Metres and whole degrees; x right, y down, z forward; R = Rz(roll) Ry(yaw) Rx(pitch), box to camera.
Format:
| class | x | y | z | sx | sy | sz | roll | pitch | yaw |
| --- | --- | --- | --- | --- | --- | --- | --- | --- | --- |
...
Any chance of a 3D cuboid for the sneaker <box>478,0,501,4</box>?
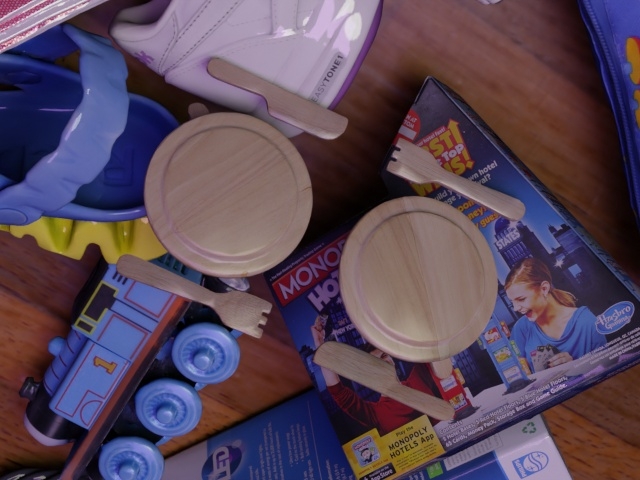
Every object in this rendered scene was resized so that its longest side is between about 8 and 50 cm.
| class | x | y | z | sx | sy | sz | roll | pitch | yaw |
| --- | --- | --- | --- | --- | --- | --- | --- | --- | --- |
| sneaker | 0.103 | -0.209 | 0.574 | 0.073 | 0.063 | 0.162 | 23 | 112 | -13 |

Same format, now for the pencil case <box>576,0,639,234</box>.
| class | x | y | z | sx | sy | sz | roll | pitch | yaw |
| --- | --- | --- | --- | --- | --- | --- | --- | --- | --- |
| pencil case | 0.221 | -0.069 | 0.622 | 0.133 | 0.119 | 0.306 | -27 | 117 | -16 |

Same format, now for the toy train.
| class | x | y | z | sx | sy | sz | roll | pitch | yaw |
| --- | --- | --- | --- | --- | --- | --- | --- | --- | --- |
| toy train | -0.119 | 0.077 | 0.689 | 0.105 | 0.080 | 0.184 | 31 | 112 | -9 |

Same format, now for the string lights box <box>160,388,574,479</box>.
| class | x | y | z | sx | sy | sz | roll | pitch | yaw |
| --- | --- | --- | --- | --- | --- | --- | --- | --- | --- |
| string lights box | 0.022 | 0.158 | 0.707 | 0.260 | 0.133 | 0.077 | -26 | 122 | 8 |

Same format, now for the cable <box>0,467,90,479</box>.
| class | x | y | z | sx | sy | sz | roll | pitch | yaw |
| --- | --- | --- | --- | --- | --- | --- | --- | --- | --- |
| cable | -0.181 | 0.237 | 0.782 | 0.150 | 0.047 | 0.184 | -44 | 110 | 10 |

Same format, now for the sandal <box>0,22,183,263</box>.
| class | x | y | z | sx | sy | sz | roll | pitch | yaw |
| --- | --- | --- | --- | --- | --- | --- | --- | --- | --- |
| sandal | -0.216 | -0.057 | 0.562 | 0.317 | 0.126 | 0.138 | -5 | 159 | -10 |

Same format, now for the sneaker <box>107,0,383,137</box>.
| class | x | y | z | sx | sy | sz | roll | pitch | yaw |
| --- | --- | --- | --- | --- | --- | --- | --- | --- | --- |
| sneaker | -0.009 | -0.199 | 0.537 | 0.152 | 0.114 | 0.305 | 20 | 113 | -16 |

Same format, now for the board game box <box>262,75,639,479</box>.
| class | x | y | z | sx | sy | sz | roll | pitch | yaw |
| --- | --- | --- | --- | --- | --- | --- | --- | --- | --- |
| board game box | 0.073 | 0.016 | 0.630 | 0.194 | 0.060 | 0.194 | -31 | 72 | 19 |

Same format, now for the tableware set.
| class | x | y | z | sx | sy | sz | roll | pitch | yaw |
| --- | --- | --- | --- | --- | --- | --- | --- | --- | --- |
| tableware set | 0.000 | 0.000 | 0.568 | 0.194 | 0.039 | 0.128 | 25 | 74 | -8 |

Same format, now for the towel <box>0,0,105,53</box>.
| class | x | y | z | sx | sy | sz | roll | pitch | yaw |
| --- | --- | --- | --- | --- | --- | --- | --- | --- | --- |
| towel | -0.188 | -0.170 | 0.514 | 0.144 | 0.029 | 0.197 | -32 | 80 | -10 |
